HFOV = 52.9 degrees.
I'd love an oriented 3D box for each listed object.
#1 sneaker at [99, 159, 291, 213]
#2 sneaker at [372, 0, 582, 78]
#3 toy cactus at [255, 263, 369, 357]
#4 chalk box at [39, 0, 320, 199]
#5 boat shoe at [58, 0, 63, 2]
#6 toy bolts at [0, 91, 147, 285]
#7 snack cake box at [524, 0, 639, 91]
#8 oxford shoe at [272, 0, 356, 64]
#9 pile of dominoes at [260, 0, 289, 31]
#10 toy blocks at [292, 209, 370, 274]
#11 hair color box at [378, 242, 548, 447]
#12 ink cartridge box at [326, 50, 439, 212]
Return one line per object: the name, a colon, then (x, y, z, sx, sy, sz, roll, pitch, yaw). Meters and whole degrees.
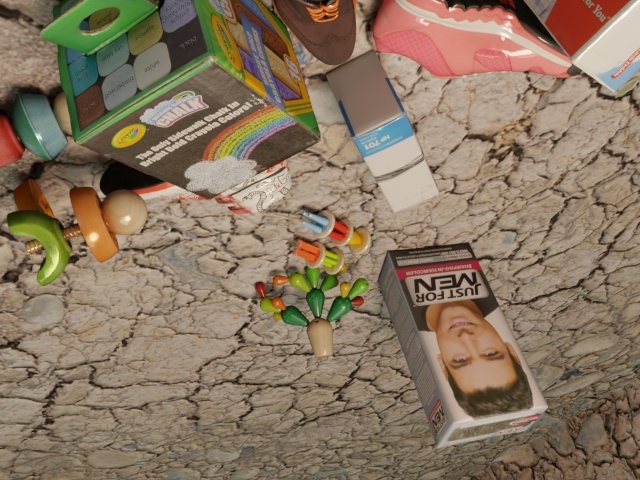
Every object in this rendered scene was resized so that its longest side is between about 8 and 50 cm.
sneaker: (-0.174, -0.082, 0.959, 0.270, 0.090, 0.145, -19, 141, -1)
sneaker: (0.210, -0.274, 0.866, 0.314, 0.115, 0.136, 11, 146, -23)
toy cactus: (-0.011, 0.138, 1.251, 0.219, 0.180, 0.112, -8, 163, -4)
chalk box: (-0.157, -0.190, 0.690, 0.180, 0.179, 0.289, -25, 158, 20)
boat shoe: (-0.307, -0.298, 0.667, 0.153, 0.048, 0.056, 21, 175, -35)
toy bolts: (-0.340, -0.089, 0.859, 0.159, 0.218, 0.228, -24, 112, -12)
snack cake box: (0.291, -0.310, 0.693, 0.089, 0.264, 0.152, 16, 133, -37)
oxford shoe: (-0.012, -0.276, 0.720, 0.097, 0.098, 0.271, -19, 151, 9)
pile of dominoes: (-0.061, -0.344, 0.725, 0.196, 0.040, 0.251, 4, 147, -30)
toy blocks: (0.000, 0.000, 1.165, 0.148, 0.054, 0.123, 24, 128, -41)
hair color box: (0.258, 0.188, 1.240, 0.186, 0.374, 0.113, -6, 142, -14)
ink cartridge box: (0.094, -0.152, 0.929, 0.082, 0.139, 0.190, -25, 143, 9)
